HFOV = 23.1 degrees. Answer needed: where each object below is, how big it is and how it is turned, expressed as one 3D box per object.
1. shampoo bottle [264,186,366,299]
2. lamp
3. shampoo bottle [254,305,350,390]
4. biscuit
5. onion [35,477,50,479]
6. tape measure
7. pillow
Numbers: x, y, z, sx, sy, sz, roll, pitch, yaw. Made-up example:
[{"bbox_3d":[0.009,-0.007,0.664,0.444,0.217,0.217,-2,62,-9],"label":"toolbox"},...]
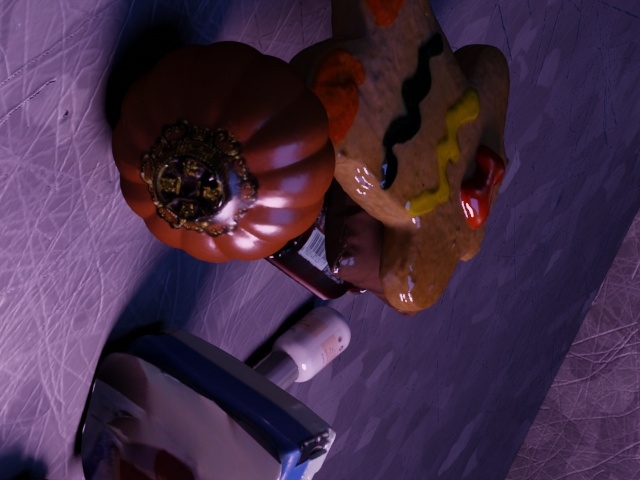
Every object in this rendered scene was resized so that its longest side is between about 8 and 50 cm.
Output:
[{"bbox_3d":[0.000,0.000,2.008,0.129,0.084,0.323,-70,159,-7],"label":"shampoo bottle"},{"bbox_3d":[-0.095,-0.085,1.528,0.196,0.223,0.223,-53,165,-61],"label":"lamp"},{"bbox_3d":[-0.040,0.164,2.156,0.192,0.074,0.074,-37,150,-35],"label":"shampoo bottle"},{"bbox_3d":[0.112,-0.147,1.797,0.394,0.076,0.368,53,50,-41],"label":"biscuit"},{"bbox_3d":[-0.303,0.420,1.716,0.221,0.281,0.281,25,98,-33],"label":"onion"},{"bbox_3d":[-0.141,0.255,1.823,0.138,0.259,0.262,-23,140,-54],"label":"tape measure"},{"bbox_3d":[0.082,-0.080,1.939,0.305,0.108,0.308,33,59,-67],"label":"pillow"}]
